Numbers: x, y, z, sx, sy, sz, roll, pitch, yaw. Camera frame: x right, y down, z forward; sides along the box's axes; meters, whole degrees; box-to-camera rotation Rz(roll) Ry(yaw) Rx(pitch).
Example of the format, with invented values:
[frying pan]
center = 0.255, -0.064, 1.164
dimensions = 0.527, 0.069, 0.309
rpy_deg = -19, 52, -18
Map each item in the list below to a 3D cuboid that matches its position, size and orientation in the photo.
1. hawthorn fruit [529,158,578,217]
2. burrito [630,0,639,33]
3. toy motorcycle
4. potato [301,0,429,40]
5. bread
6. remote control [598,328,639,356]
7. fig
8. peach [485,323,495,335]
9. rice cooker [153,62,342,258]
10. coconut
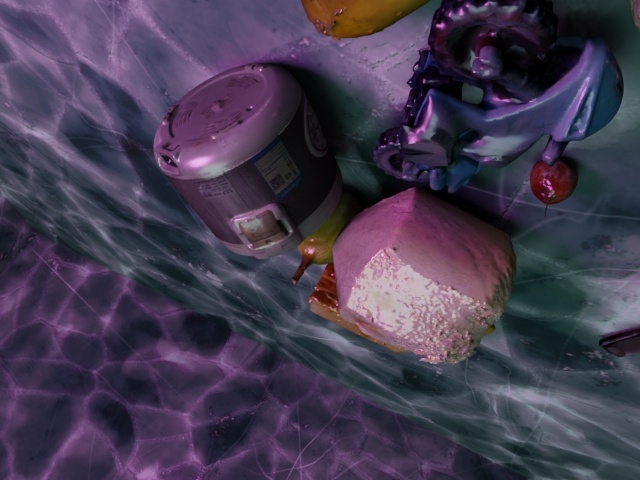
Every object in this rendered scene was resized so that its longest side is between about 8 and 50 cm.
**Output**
[hawthorn fruit]
center = 0.335, -0.076, 0.725
dimensions = 0.066, 0.103, 0.067
rpy_deg = 22, 142, 18
[burrito]
center = 0.318, -0.275, 0.454
dimensions = 0.058, 0.063, 0.230
rpy_deg = -13, 136, 15
[toy motorcycle]
center = 0.211, -0.155, 0.651
dimensions = 0.232, 0.172, 0.416
rpy_deg = 15, 162, -2
[potato]
center = 0.080, -0.315, 0.505
dimensions = 0.140, 0.173, 0.300
rpy_deg = -1, 176, -36
[bread]
center = 0.130, 0.142, 1.203
dimensions = 0.274, 0.185, 0.114
rpy_deg = 23, 146, 12
[remote control]
center = 0.638, 0.190, 0.959
dimensions = 0.059, 0.028, 0.212
rpy_deg = 28, 152, -4
[fig]
center = 0.000, 0.000, 1.018
dimensions = 0.159, 0.257, 0.159
rpy_deg = 17, 135, 17
[peach]
center = 0.315, 0.158, 1.109
dimensions = 0.151, 0.151, 0.118
rpy_deg = 44, 171, -26
[rice cooker]
center = -0.115, -0.133, 0.875
dimensions = 0.288, 0.288, 0.277
rpy_deg = 8, 144, 35
[coconut]
center = 0.169, 0.059, 0.919
dimensions = 0.309, 0.298, 0.297
rpy_deg = 23, 152, 6
